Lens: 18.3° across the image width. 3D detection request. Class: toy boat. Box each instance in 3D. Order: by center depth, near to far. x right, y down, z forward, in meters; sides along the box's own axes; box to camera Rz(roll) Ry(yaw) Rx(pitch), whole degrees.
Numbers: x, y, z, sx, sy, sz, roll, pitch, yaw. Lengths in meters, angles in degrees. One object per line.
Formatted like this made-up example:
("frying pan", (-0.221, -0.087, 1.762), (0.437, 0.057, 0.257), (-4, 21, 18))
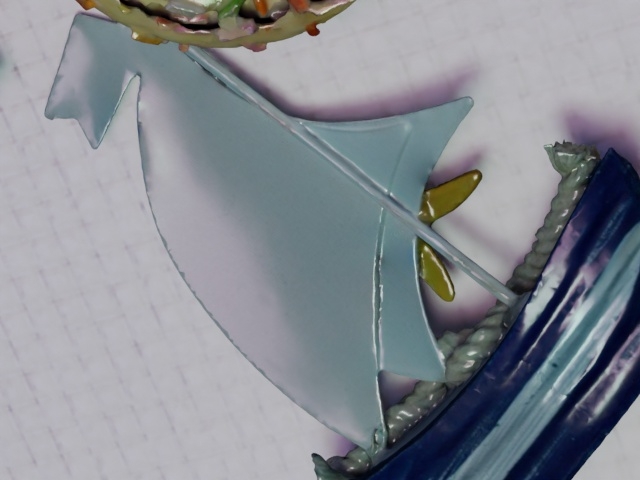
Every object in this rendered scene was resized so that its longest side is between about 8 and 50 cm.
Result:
("toy boat", (0.000, 0.000, 0.844), (0.291, 0.067, 0.220), (35, 118, 4))

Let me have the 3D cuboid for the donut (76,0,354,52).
("donut", (-0.043, -0.143, 0.766), (0.174, 0.068, 0.174), (3, 133, 3))
